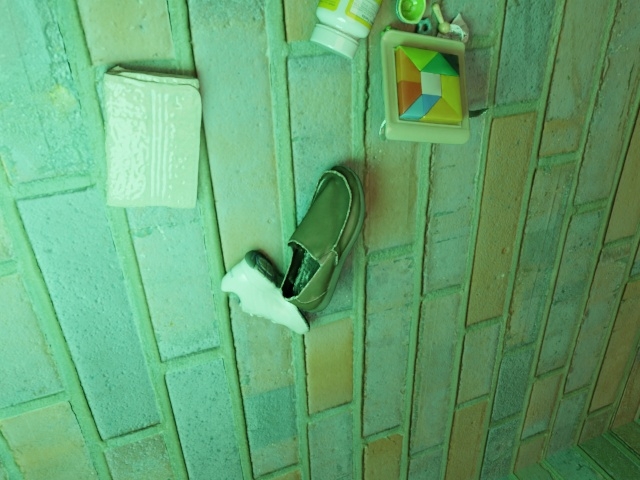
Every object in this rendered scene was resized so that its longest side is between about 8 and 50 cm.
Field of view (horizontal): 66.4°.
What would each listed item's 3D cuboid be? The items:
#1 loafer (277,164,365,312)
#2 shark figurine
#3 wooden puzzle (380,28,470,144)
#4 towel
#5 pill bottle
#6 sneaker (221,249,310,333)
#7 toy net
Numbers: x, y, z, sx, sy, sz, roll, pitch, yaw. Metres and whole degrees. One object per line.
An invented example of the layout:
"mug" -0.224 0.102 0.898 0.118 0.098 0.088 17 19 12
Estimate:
"loafer" 0.000 0.000 1.148 0.130 0.133 0.366 6 100 -52
"shark figurine" 0.257 -0.290 1.177 0.278 0.116 0.166 7 113 -25
"wooden puzzle" 0.243 -0.342 1.097 0.220 0.044 0.239 -1 89 -21
"towel" -0.341 -0.198 0.993 0.187 0.049 0.283 0 116 -23
"pill bottle" 0.063 -0.485 0.984 0.119 0.119 0.209 15 108 -30
"sneaker" -0.130 0.148 1.245 0.129 0.111 0.297 -32 123 14
"toy net" 0.255 -0.480 1.118 0.232 0.045 0.122 8 111 -27
